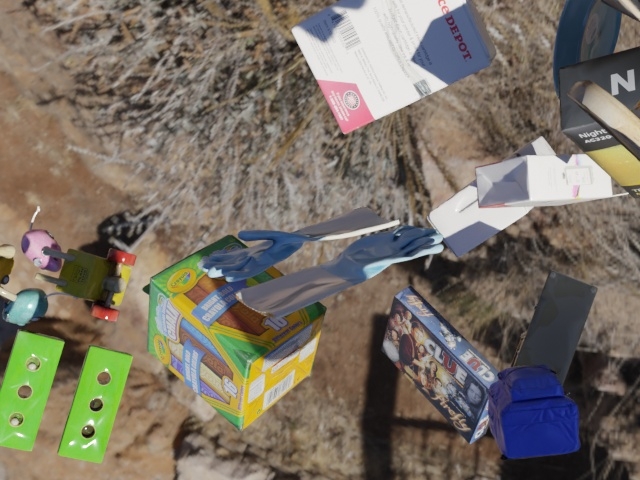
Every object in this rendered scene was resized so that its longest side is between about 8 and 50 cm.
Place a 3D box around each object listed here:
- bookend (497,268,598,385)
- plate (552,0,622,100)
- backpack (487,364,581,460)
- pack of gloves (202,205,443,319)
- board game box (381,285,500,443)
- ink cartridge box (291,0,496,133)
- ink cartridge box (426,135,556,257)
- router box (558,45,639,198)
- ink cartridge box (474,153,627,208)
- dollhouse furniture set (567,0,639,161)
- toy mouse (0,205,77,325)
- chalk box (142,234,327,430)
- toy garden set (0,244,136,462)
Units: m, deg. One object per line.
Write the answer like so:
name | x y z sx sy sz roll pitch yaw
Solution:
bookend | 0.332 0.139 1.304 0.072 0.156 0.157 22 81 7
plate | 0.347 -0.262 1.122 0.024 0.188 0.188 21 127 33
backpack | 0.251 0.198 1.045 0.098 0.120 0.101 -1 92 1
pack of gloves | 0.000 0.000 0.924 0.195 0.232 0.046 19 124 56
board game box | 0.209 0.216 1.539 0.243 0.042 0.165 45 146 31
ink cartridge box | 0.107 -0.283 1.250 0.237 0.100 0.172 -23 101 24
ink cartridge box | 0.301 -0.075 1.484 0.160 0.219 0.092 -38 87 39
router box | 0.448 -0.141 0.946 0.309 0.081 0.243 -11 158 36
ink cartridge box | 0.339 -0.087 1.285 0.115 0.198 0.067 -8 86 60
dollhouse furniture set | 0.292 -0.235 0.597 0.256 0.394 0.362 29 107 -35
toy mouse | -0.348 0.042 1.043 0.143 0.031 0.161 23 86 25
chalk box | -0.163 0.125 1.429 0.289 0.180 0.179 36 137 23
toy garden set | -0.301 0.084 0.832 0.244 0.049 0.204 17 86 -21
